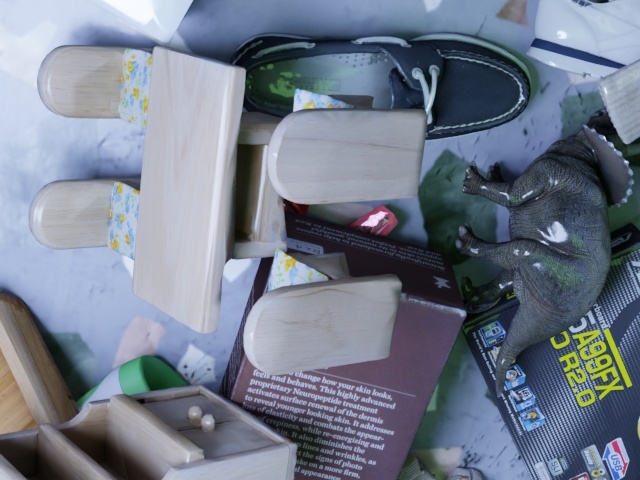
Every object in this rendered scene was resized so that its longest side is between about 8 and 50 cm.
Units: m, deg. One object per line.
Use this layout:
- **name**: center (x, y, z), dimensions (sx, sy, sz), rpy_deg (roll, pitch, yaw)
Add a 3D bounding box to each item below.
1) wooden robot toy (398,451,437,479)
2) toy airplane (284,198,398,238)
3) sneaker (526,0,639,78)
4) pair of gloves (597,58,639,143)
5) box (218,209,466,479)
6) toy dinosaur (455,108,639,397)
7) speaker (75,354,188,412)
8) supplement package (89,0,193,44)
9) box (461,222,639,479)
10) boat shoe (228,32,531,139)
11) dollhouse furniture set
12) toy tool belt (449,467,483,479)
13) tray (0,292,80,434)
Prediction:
- **wooden robot toy**: center (0.110, 0.306, 1.241), dimensions (0.076, 0.079, 0.173), rpy_deg (-18, 128, -26)
- **toy airplane**: center (0.000, 0.000, 1.168), dimensions (0.151, 0.028, 0.151), rpy_deg (-1, 111, -1)
- **sneaker**: center (0.322, -0.193, 1.096), dimensions (0.235, 0.090, 0.094), rpy_deg (12, 99, -9)
- **pair of gloves**: center (0.383, -0.127, 1.050), dimensions (0.204, 0.042, 0.240), rpy_deg (-38, 123, 10)
- **box**: center (-0.010, 0.179, 1.157), dimensions (0.191, 0.143, 0.381), rpy_deg (16, 115, -9)
- **toy dinosaur**: center (0.220, 0.002, 1.098), dimensions (0.160, 0.121, 0.313), rpy_deg (10, 83, 25)
- **speaker**: center (-0.264, 0.251, 1.187), dimensions (0.296, 0.131, 0.131), rpy_deg (-38, 108, 10)
- **supplement package**: center (-0.194, -0.330, 0.976), dimensions (0.262, 0.145, 0.204), rpy_deg (29, 105, -12)
- **box**: center (0.294, 0.146, 1.223), dimensions (0.216, 0.060, 0.270), rpy_deg (-24, 109, 5)
- **boat shoe**: center (0.061, -0.142, 1.088), dimensions (0.303, 0.091, 0.114), rpy_deg (-1, 110, -3)
- **dollhouse furniture set**: center (-0.150, 0.042, 0.938), dimensions (0.256, 0.362, 0.394), rpy_deg (-5, 109, -40)
- **toy tool belt**: center (0.164, 0.302, 1.273), dimensions (0.052, 0.051, 0.083), rpy_deg (2, 110, -4)
- **tray**: center (-0.430, 0.256, 1.146), dimensions (0.411, 0.076, 0.203), rpy_deg (-38, 63, 9)
